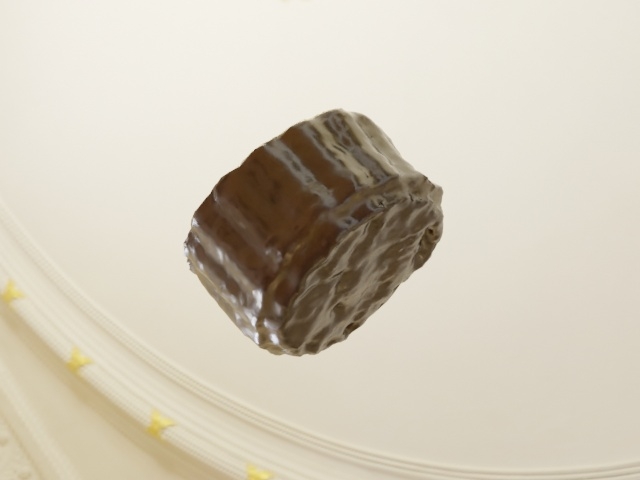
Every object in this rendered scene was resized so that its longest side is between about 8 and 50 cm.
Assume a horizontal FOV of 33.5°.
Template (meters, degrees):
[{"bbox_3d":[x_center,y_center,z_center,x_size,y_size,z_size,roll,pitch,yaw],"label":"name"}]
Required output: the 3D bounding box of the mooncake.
[{"bbox_3d":[0.000,-0.001,1.378,0.187,0.324,0.324,47,-69,25],"label":"mooncake"}]
